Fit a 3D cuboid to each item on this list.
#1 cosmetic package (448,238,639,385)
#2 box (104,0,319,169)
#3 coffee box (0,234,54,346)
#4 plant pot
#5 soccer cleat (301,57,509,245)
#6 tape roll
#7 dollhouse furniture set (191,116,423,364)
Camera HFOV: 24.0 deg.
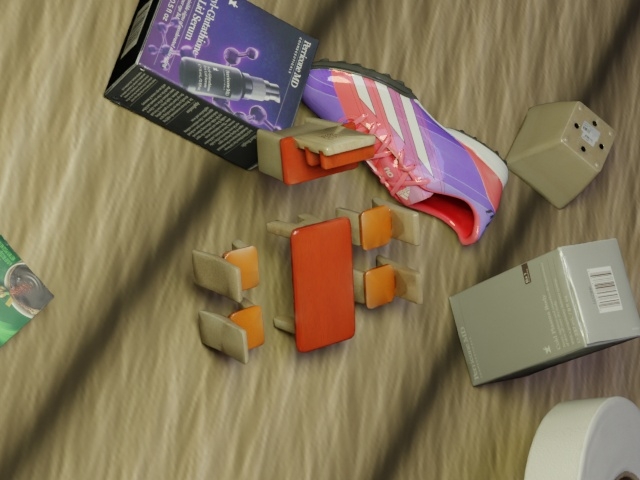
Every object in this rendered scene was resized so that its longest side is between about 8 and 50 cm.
[{"bbox_3d":[0.271,0.091,1.834,0.107,0.238,0.127,-7,76,-34],"label":"cosmetic package"},{"bbox_3d":[-0.126,-0.203,1.772,0.207,0.108,0.153,25,63,-21],"label":"box"},{"bbox_3d":[-0.380,0.080,1.575,0.113,0.040,0.184,50,57,-7],"label":"coffee box"},{"bbox_3d":[0.331,-0.125,2.018,0.109,0.096,0.109,37,61,-15],"label":"plant pot"},{"bbox_3d":[0.097,-0.112,1.875,0.318,0.108,0.116,31,61,-22],"label":"soccer cleat"},{"bbox_3d":[0.340,0.378,1.772,0.392,0.072,0.392,23,63,-56],"label":"tape roll"},{"bbox_3d":[0.000,0.000,1.706,0.262,0.135,0.259,-16,113,-32],"label":"dollhouse furniture set"}]
